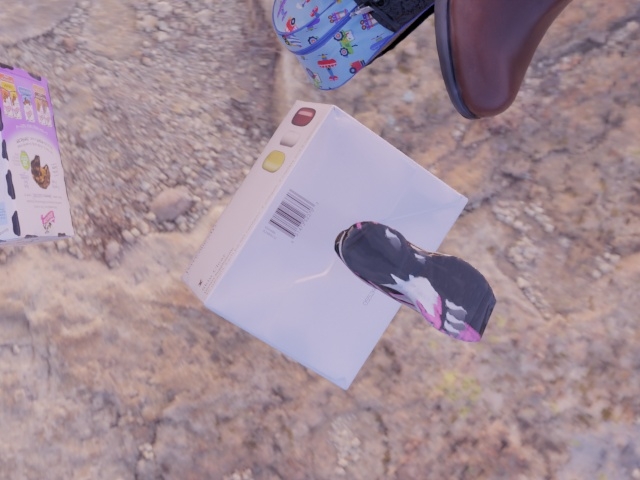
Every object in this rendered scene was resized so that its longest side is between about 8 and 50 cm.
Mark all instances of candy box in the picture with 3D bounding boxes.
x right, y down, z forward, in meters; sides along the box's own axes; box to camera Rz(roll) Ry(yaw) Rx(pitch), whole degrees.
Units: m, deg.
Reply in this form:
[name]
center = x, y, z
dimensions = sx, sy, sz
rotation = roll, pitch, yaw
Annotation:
[candy box]
center = -0.352, -0.092, 1.189
dimensions = 0.070, 0.165, 0.196
rotation = -10, 89, 7

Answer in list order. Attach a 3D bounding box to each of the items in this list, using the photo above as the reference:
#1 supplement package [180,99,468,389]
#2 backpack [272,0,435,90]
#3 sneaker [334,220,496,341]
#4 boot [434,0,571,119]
[supplement package]
center = 0.000, 0.000, 1.234
dimensions = 0.204, 0.145, 0.261
rotation = 33, 88, -20
[backpack]
center = 0.023, -0.218, 0.864
dimensions = 0.117, 0.158, 0.173
rotation = 32, 120, -31
[sneaker]
center = 0.090, 0.032, 1.027
dimensions = 0.178, 0.077, 0.072
rotation = 36, 84, -16
[boot]
center = 0.228, -0.185, 0.681
dimensions = 0.096, 0.280, 0.264
rotation = 21, 88, -54
